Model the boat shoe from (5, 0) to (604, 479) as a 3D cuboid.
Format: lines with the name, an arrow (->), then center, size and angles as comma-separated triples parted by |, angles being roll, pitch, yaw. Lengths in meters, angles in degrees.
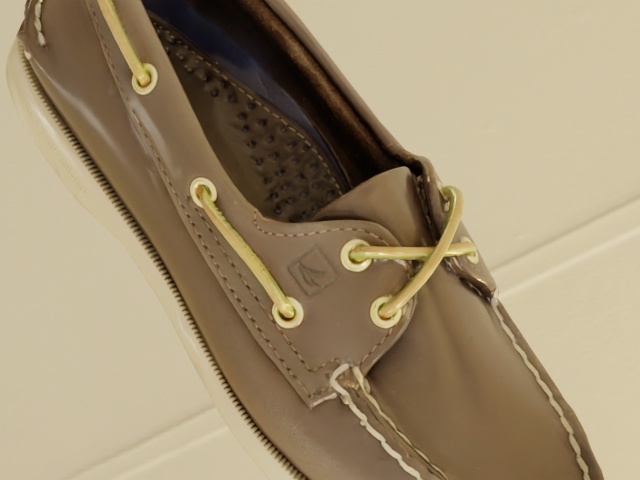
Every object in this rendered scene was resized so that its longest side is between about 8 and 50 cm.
boat shoe -> 0.000, 0.000, 0.618 | 0.324, 0.116, 0.097 | 50, -42, 14
